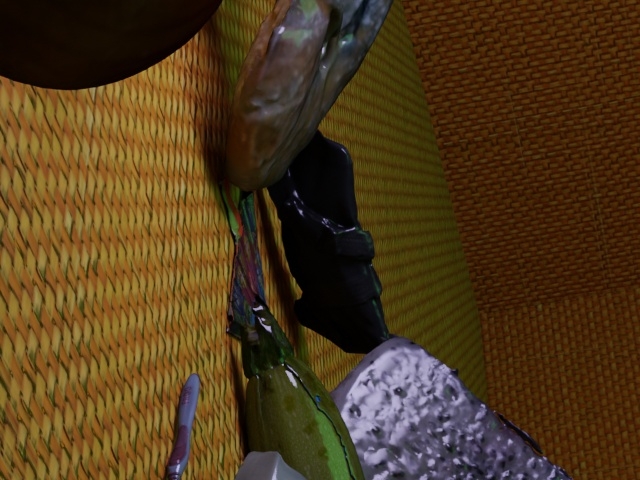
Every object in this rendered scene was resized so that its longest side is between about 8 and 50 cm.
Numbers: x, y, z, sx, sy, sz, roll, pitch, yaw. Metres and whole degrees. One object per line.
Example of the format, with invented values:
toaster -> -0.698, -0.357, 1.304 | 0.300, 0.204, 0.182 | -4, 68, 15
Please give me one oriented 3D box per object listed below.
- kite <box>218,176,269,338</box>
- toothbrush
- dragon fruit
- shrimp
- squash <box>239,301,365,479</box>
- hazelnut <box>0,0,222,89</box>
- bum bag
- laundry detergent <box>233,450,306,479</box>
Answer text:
kite -> -0.059, 0.030, 1.640 | 0.241, 0.014, 0.183 | -82, 160, -60
toothbrush -> -0.094, 0.140, 1.274 | 0.193, 0.013, 0.019 | -82, 152, -62
dragon fruit -> 0.087, 0.258, 1.755 | 0.283, 0.204, 0.221 | 44, -26, 4
shrimp -> 0.019, -0.247, 1.620 | 0.221, 0.110, 0.446 | 67, 47, -79
squash -> -0.004, 0.213, 1.537 | 0.094, 0.094, 0.341 | -13, 93, -82
hazelnut -> -0.131, -0.178, 0.933 | 0.181, 0.180, 0.212 | -165, -117, -67
bum bag -> 0.000, 0.000, 1.785 | 0.060, 0.123, 0.248 | -40, 127, -27
laundry detergent -> -0.017, 0.290, 1.375 | 0.143, 0.094, 0.290 | -52, 131, -55
